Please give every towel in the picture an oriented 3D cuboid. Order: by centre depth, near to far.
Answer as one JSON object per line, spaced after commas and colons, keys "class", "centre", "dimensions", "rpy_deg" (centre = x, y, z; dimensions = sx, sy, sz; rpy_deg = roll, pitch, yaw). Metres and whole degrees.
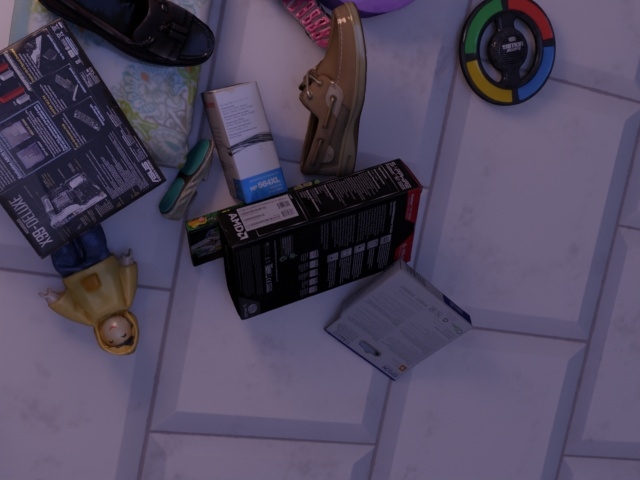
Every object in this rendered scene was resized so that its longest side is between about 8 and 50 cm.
{"class": "towel", "centre": [-0.362, -0.332, 1.280], "dimensions": [0.320, 0.090, 0.375], "rpy_deg": [9, 97, -19]}

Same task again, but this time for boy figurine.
{"class": "boy figurine", "centre": [-0.410, 0.085, 1.336], "dimensions": [0.177, 0.092, 0.285], "rpy_deg": [-21, 102, -17]}

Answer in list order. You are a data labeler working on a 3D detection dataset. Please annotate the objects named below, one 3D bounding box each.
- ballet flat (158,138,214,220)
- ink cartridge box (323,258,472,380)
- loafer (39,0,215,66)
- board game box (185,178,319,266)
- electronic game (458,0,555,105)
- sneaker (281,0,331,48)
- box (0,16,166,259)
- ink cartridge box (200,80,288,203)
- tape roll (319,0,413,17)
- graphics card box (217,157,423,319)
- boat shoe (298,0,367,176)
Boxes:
{"class": "ballet flat", "centre": [-0.242, -0.112, 1.387], "dimensions": [0.168, 0.057, 0.052], "rpy_deg": [-56, 139, 1]}
{"class": "ink cartridge box", "centre": [0.159, 0.170, 1.543], "dimensions": [0.223, 0.045, 0.224], "rpy_deg": [39, 117, -24]}
{"class": "loafer", "centre": [-0.309, -0.360, 1.199], "dimensions": [0.302, 0.095, 0.109], "rpy_deg": [18, 93, -23]}
{"class": "board game box", "centre": [-0.124, -0.032, 1.400], "dimensions": [0.259, 0.136, 0.030], "rpy_deg": [-19, 61, -16]}
{"class": "electronic game", "centre": [0.392, -0.398, 1.551], "dimensions": [0.229, 0.048, 0.229], "rpy_deg": [-3, 100, -18]}
{"class": "sneaker", "centre": [-0.022, -0.430, 1.399], "dimensions": [0.063, 0.075, 0.170], "rpy_deg": [-35, 87, 8]}
{"class": "box", "centre": [-0.434, -0.162, 1.198], "dimensions": [0.242, 0.076, 0.307], "rpy_deg": [-35, 110, -12]}
{"class": "ink cartridge box", "centre": [-0.141, -0.181, 1.350], "dimensions": [0.085, 0.148, 0.203], "rpy_deg": [-18, 105, -14]}
{"class": "tape roll", "centre": [0.089, -0.564, 1.396], "dimensions": [0.274, 0.090, 0.275], "rpy_deg": [-3, 99, -18]}
{"class": "graphics card box", "centre": [0.000, 0.000, 1.400], "dimensions": [0.370, 0.094, 0.233], "rpy_deg": [-20, 144, -15]}
{"class": "boat shoe", "centre": [0.017, -0.264, 1.362], "dimensions": [0.110, 0.122, 0.341], "rpy_deg": [-1, 124, -7]}
